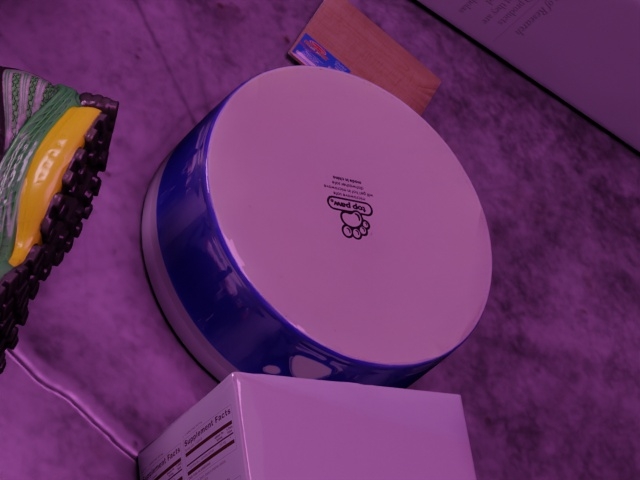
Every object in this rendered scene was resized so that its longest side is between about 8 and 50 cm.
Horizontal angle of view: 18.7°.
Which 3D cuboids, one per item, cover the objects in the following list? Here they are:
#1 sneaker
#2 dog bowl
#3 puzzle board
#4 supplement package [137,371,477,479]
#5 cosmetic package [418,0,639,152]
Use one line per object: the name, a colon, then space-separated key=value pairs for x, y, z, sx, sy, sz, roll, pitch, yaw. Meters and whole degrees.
sneaker: x=-0.266 y=0.019 z=1.315 sx=0.146 sy=0.134 sz=0.343 roll=21 pitch=52 yaw=4
dog bowl: x=0.000 y=0.000 z=1.508 sx=0.265 sy=0.104 sz=0.265 roll=17 pitch=54 yaw=-26
puzzle board: x=0.039 y=-0.149 z=1.691 sx=0.128 sy=0.011 sz=0.096 roll=39 pitch=49 yaw=-8
supplement package: x=-0.002 y=0.219 z=1.341 sx=0.194 sy=0.149 sz=0.203 roll=9 pitch=59 yaw=-31
cosmetic package: x=0.233 y=-0.282 z=1.809 sx=0.453 sy=0.161 sz=0.230 roll=32 pitch=49 yaw=-16
